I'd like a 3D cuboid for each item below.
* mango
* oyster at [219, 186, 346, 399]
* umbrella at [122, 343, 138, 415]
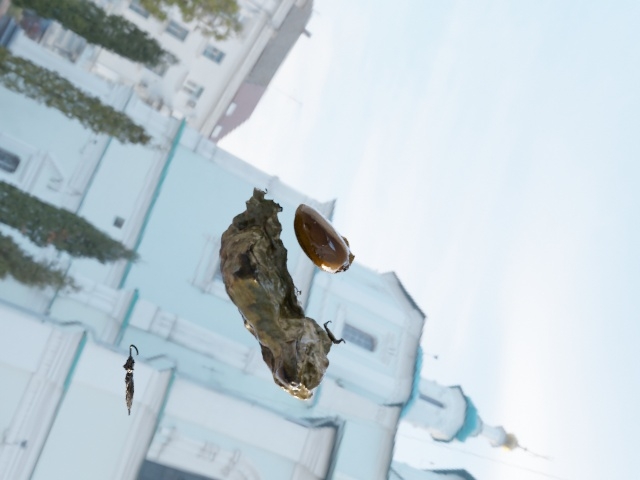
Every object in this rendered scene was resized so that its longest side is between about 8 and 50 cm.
[{"bbox_3d":[0.000,0.000,1.138,0.063,0.127,0.077,-35,-170,20],"label":"mango"},{"bbox_3d":[-0.067,0.088,1.120,0.133,0.198,0.337,-25,-118,-3],"label":"oyster"},{"bbox_3d":[-0.246,0.180,0.944,0.022,0.013,0.122,33,-54,27],"label":"umbrella"}]
